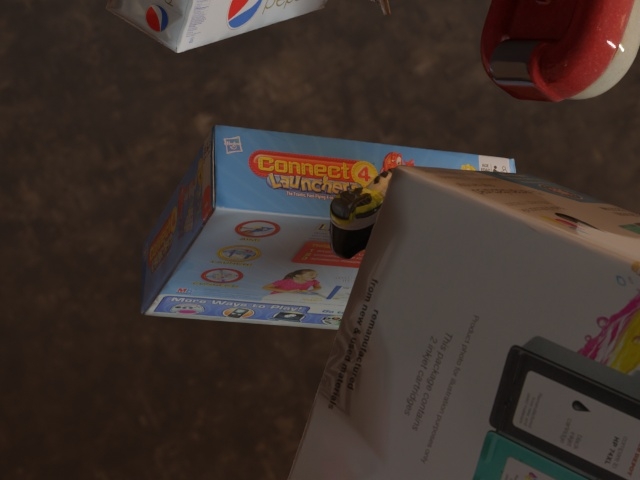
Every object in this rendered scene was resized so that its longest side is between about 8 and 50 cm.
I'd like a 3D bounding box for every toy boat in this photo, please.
[{"bbox_3d":[0.169,-0.228,1.214,0.151,0.231,0.151,19,177,-30],"label":"toy boat"}]

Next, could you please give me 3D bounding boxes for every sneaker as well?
[{"bbox_3d":[0.033,-0.015,0.876,0.083,0.031,0.035,-17,137,-38],"label":"sneaker"}]

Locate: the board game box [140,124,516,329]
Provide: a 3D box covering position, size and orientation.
[{"bbox_3d":[0.000,0.000,1.617,0.308,0.086,0.302,6,157,-18],"label":"board game box"}]

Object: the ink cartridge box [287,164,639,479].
[{"bbox_3d":[0.162,0.097,0.846,0.270,0.197,0.198,23,-169,25],"label":"ink cartridge box"}]

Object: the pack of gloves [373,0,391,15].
[{"bbox_3d":[-0.009,-0.315,1.369,0.046,0.232,0.195,-18,-157,-4],"label":"pack of gloves"}]

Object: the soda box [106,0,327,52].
[{"bbox_3d":[-0.066,-0.209,1.240,0.216,0.074,0.069,-28,145,-55],"label":"soda box"}]
